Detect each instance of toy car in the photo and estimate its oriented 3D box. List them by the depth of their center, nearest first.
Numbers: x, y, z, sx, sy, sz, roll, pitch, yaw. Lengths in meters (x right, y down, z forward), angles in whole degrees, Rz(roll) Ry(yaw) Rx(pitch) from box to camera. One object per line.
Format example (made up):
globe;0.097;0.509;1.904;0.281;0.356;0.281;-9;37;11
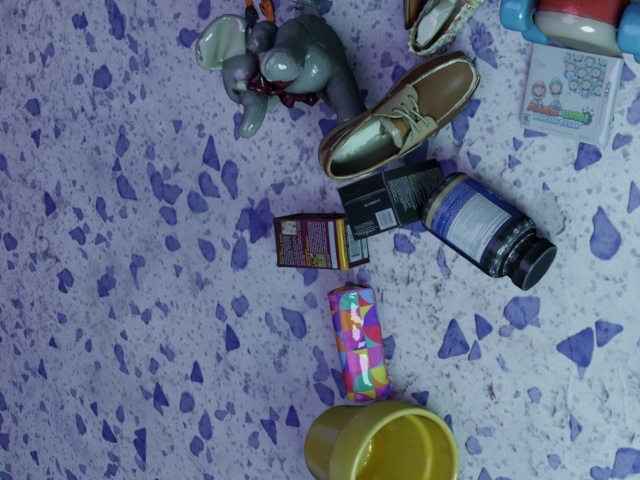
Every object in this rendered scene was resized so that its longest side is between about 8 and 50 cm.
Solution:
toy car;0.415;-0.400;1.453;0.219;0.210;0.238;18;99;28

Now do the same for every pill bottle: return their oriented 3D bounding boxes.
pill bottle;0.289;-0.013;1.691;0.219;0.123;0.123;38;123;25

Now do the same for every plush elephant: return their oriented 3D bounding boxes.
plush elephant;-0.090;-0.312;1.887;0.255;0.272;0.330;-31;49;29

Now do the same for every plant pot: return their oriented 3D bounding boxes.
plant pot;0.097;0.420;1.905;0.239;0.254;0.254;10;107;58

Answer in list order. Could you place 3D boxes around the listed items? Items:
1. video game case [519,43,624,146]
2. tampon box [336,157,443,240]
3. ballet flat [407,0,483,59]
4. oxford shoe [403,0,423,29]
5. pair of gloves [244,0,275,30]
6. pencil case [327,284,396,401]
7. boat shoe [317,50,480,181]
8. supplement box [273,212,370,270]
video game case;0.405;-0.238;1.607;0.157;0.019;0.143;21;113;38
tampon box;0.136;-0.075;1.793;0.120;0.161;0.101;-19;88;44
ballet flat;0.223;-0.409;1.695;0.091;0.077;0.241;38;124;17
oxford shoe;0.186;-0.465;1.728;0.076;0.076;0.212;9;124;0
pair of gloves;-0.129;-0.476;2.048;0.083;0.010;0.074;-11;92;44
pencil case;0.080;0.203;1.956;0.104;0.104;0.236;-7;97;43
boat shoe;0.138;-0.200;1.719;0.324;0.120;0.122;-37;104;13
supplement box;0.000;0.000;1.990;0.188;0.081;0.104;2;101;42
